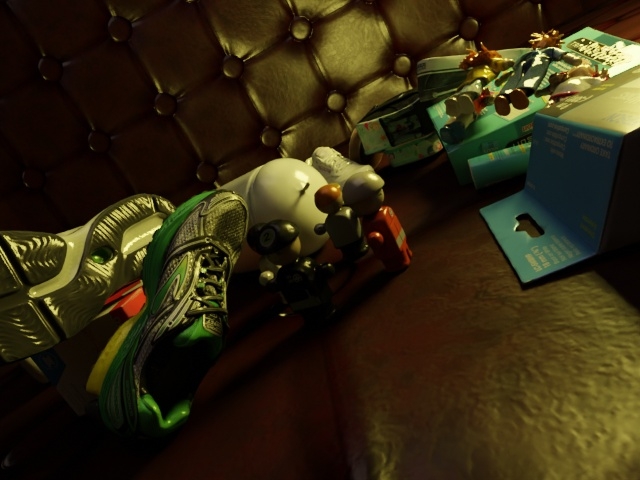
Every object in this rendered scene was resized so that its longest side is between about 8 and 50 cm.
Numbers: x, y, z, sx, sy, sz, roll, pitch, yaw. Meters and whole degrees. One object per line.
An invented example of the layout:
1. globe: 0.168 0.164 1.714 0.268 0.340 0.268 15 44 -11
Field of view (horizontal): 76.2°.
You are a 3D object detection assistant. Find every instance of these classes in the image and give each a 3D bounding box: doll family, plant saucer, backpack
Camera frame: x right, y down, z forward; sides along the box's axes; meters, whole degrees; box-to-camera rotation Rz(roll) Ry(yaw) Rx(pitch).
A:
1. doll family: 0.306 -0.261 0.652 0.263 0.118 0.163 8 52 48
2. plant saucer: 0.148 -0.281 1.242 0.029 0.168 0.168 16 43 39
3. backpack: 0.232 -0.311 1.108 0.253 0.191 0.225 -4 25 41

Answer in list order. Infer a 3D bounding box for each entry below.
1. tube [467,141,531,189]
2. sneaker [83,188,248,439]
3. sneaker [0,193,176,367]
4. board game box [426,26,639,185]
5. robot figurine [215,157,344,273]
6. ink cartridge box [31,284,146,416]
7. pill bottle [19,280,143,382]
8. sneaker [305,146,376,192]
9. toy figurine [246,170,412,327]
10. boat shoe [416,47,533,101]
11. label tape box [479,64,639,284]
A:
1. tube: 0.340 -0.133 0.633 0.207 0.052 0.080 -16 28 20
2. sneaker: -0.162 0.085 0.540 0.146 0.134 0.343 -3 61 37
3. sneaker: -0.428 0.087 0.620 0.257 0.169 0.447 -29 3 35
4. board game box: 0.390 -0.257 0.769 0.336 0.079 0.254 -23 30 19
5. robot figurine: -0.114 -0.047 0.851 0.353 0.200 0.300 -17 -9 37
6. ink cartridge box: -0.310 0.165 0.642 0.231 0.134 0.078 -26 15 12
7. pill bottle: -0.553 0.130 1.012 0.407 0.229 0.229 -39 18 -33
8. sneaker: 0.037 -0.191 1.148 0.114 0.152 0.305 -33 17 -22
9. toy figurine: 0.000 0.000 0.600 0.213 0.148 0.209 -33 16 -13
10. boat shoe: 0.371 -0.363 0.918 0.306 0.105 0.113 -7 13 -7
11. label tape box: 0.335 -0.106 0.428 0.333 0.106 0.240 -23 15 18
